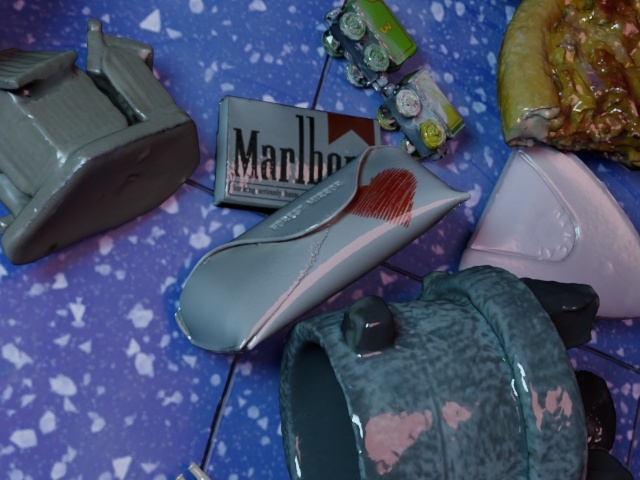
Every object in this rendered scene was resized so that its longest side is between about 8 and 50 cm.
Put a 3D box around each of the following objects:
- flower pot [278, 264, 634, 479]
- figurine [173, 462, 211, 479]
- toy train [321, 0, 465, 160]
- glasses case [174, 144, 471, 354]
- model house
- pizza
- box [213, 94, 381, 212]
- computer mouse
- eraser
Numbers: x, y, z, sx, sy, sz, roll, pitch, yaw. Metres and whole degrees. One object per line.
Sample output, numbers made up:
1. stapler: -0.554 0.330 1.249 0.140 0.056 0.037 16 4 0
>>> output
1. flower pot: 0.121 0.154 1.031 0.282 0.299 0.299 -6 83 -17
2. figurine: -0.096 0.261 1.029 0.064 0.047 0.109 -38 88 -18
3. toy train: 0.082 -0.178 1.183 0.081 0.060 0.202 -44 101 -31
4. glasses case: 0.001 0.001 1.048 0.308 0.128 0.083 -34 114 -17
5. model house: -0.232 -0.107 0.997 0.229 0.122 0.188 -31 81 -40
6. pizza: 0.347 -0.204 1.266 0.409 0.114 0.278 -33 83 -33
7. box: -0.023 -0.084 1.130 0.177 0.036 0.115 5 78 -23
8. computer mouse: 0.272 0.223 1.196 0.106 0.062 0.192 48 64 -10
9. eraser: 0.288 0.016 1.243 0.243 0.059 0.204 34 68 -12
